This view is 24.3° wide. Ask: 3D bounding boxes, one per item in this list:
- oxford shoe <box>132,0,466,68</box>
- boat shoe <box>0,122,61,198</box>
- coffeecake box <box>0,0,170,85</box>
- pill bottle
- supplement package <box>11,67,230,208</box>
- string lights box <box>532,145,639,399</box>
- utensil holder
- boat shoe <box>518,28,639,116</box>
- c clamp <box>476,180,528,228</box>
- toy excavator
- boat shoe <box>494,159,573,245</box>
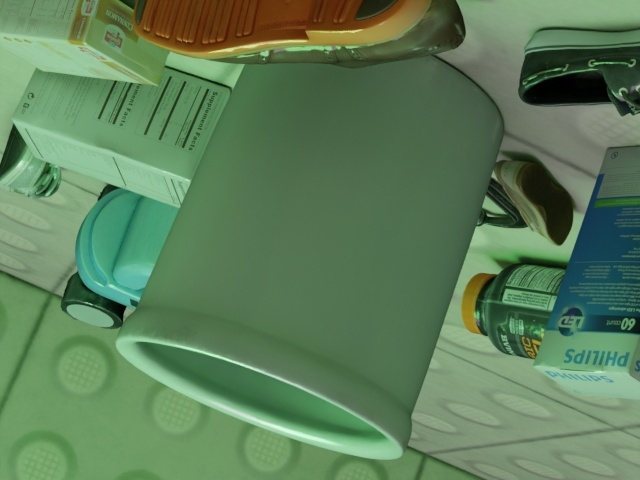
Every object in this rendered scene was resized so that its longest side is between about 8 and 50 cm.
[{"bbox_3d":[-0.030,-0.213,1.451,0.364,0.130,0.133,9,166,37],"label":"oxford shoe"},{"bbox_3d":[-0.438,-0.119,2.287,0.103,0.118,0.320,19,169,-12],"label":"boat shoe"},{"bbox_3d":[-0.291,-0.242,1.737,0.186,0.068,0.142,11,171,32],"label":"coffeecake box"},{"bbox_3d":[0.313,0.101,2.015,0.246,0.130,0.130,8,159,39],"label":"pill bottle"},{"bbox_3d":[-0.244,-0.148,1.900,0.244,0.133,0.139,19,164,8],"label":"supplement package"},{"bbox_3d":[0.327,0.030,1.537,0.077,0.259,0.133,32,161,-33],"label":"string lights box"},{"bbox_3d":[0.000,0.000,1.626,0.328,0.385,0.327,20,165,6],"label":"utensil holder"},{"bbox_3d":[0.278,-0.148,1.354,0.229,0.076,0.080,9,160,37],"label":"boat shoe"},{"bbox_3d":[0.186,-0.055,1.877,0.161,0.022,0.137,34,154,-34],"label":"c clamp"},{"bbox_3d":[-0.147,0.034,2.286,0.433,0.222,0.445,24,155,-13],"label":"toy excavator"},{"bbox_3d":[0.253,-0.046,1.758,0.048,0.056,0.153,20,165,40],"label":"boat shoe"}]
